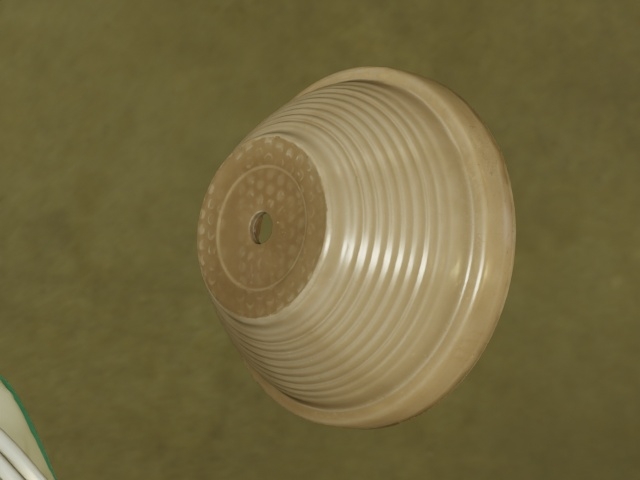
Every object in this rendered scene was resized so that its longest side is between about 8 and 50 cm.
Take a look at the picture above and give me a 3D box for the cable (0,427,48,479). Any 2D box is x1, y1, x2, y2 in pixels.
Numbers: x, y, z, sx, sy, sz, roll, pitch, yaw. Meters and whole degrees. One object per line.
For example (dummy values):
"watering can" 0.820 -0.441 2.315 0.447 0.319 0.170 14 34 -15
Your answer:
"cable" -0.213 0.133 0.721 0.257 0.257 0.089 31 47 4

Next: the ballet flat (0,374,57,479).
"ballet flat" -0.176 0.256 1.128 0.139 0.139 0.400 -30 76 -22

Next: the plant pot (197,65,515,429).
"plant pot" 0.000 0.000 1.150 0.110 0.237 0.237 10 77 -47
